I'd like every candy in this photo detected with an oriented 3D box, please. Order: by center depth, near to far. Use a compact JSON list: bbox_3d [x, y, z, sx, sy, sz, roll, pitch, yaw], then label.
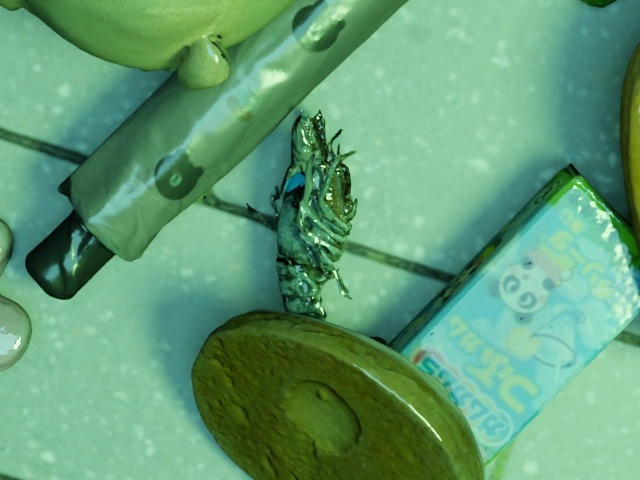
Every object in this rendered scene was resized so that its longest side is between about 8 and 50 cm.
[{"bbox_3d":[0.131,0.053,1.178,0.097,0.062,0.194,43,95,-7],"label":"candy"}]

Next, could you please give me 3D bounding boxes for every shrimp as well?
[{"bbox_3d":[-0.004,0.002,1.155,0.076,0.082,0.174,-11,97,-1],"label":"shrimp"}]

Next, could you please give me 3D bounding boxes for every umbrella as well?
[{"bbox_3d":[-0.059,-0.089,1.147,0.337,0.067,0.073,-44,139,4],"label":"umbrella"}]

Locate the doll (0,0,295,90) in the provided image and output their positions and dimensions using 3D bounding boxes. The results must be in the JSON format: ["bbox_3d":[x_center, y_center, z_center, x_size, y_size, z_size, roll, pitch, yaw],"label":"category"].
[{"bbox_3d":[-0.157,-0.241,1.042,0.349,0.247,0.247,39,95,7],"label":"doll"}]

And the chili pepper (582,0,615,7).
[{"bbox_3d":[0.238,-0.235,1.145,0.216,0.062,0.108,-43,61,8],"label":"chili pepper"}]

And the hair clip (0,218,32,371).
[{"bbox_3d":[-0.268,0.103,1.170,0.146,0.075,0.257,12,92,1],"label":"hair clip"}]

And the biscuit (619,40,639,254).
[{"bbox_3d":[0.389,-0.080,1.138,0.455,0.078,0.350,-42,95,-5],"label":"biscuit"}]

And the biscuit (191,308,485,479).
[{"bbox_3d":[0.015,0.120,1.150,0.208,0.049,0.181,42,139,-2],"label":"biscuit"}]
